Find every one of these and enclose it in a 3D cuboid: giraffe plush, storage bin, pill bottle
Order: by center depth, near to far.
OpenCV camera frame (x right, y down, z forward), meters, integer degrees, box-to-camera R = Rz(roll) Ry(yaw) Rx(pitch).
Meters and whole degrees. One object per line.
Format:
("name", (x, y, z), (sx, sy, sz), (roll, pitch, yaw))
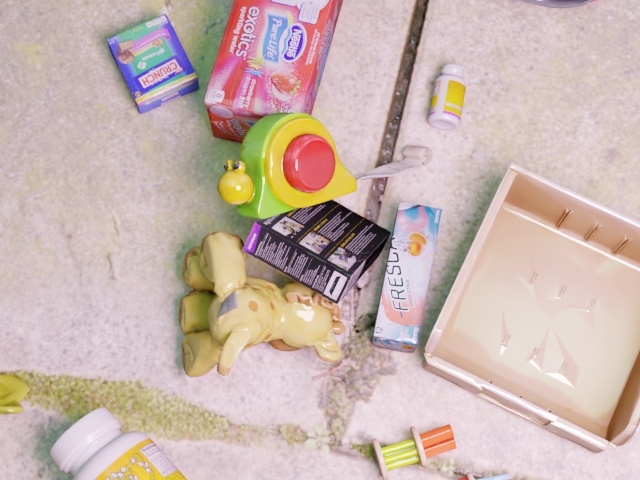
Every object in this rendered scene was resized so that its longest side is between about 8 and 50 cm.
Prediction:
("pill bottle", (-0.220, 0.301, 1.238), (0.117, 0.117, 0.208), (-42, 78, -11))
("giraffe plush", (-0.063, 0.084, 1.286), (0.170, 0.210, 0.182), (5, 89, -26))
("storage bin", (0.293, 0.088, 1.294), (0.262, 0.123, 0.260), (26, 75, 7))
("pill bottle", (0.173, -0.194, 1.417), (0.043, 0.043, 0.083), (11, 75, 4))

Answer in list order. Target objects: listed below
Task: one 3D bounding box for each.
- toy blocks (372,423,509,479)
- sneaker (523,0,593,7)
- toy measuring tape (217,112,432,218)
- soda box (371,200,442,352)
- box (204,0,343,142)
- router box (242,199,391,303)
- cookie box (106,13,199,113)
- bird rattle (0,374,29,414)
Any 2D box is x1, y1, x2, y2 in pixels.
("toy blocks", (0.149, 0.280, 1.274), (0.148, 0.054, 0.123), (-15, 75, -4))
("sneaker", (0.294, -0.423, 1.448), (0.295, 0.124, 0.178), (35, 68, 8))
("toy measuring tape", (0.009, -0.114, 1.293), (0.330, 0.121, 0.121), (-19, 72, -36))
("soda box", (0.110, 0.047, 1.337), (0.058, 0.063, 0.183), (11, 74, 3))
("box", (-0.056, -0.258, 1.395), (0.128, 0.123, 0.257), (13, 74, 5))
("router box", (0.000, 0.000, 1.300), (0.133, 0.179, 0.046), (30, 115, 9))
("cookie box", (-0.228, -0.241, 1.435), (0.091, 0.040, 0.107), (-26, 76, -8))
("bird rattle", (-0.471, 0.138, 1.254), (0.253, 0.207, 0.143), (43, 60, 2))
